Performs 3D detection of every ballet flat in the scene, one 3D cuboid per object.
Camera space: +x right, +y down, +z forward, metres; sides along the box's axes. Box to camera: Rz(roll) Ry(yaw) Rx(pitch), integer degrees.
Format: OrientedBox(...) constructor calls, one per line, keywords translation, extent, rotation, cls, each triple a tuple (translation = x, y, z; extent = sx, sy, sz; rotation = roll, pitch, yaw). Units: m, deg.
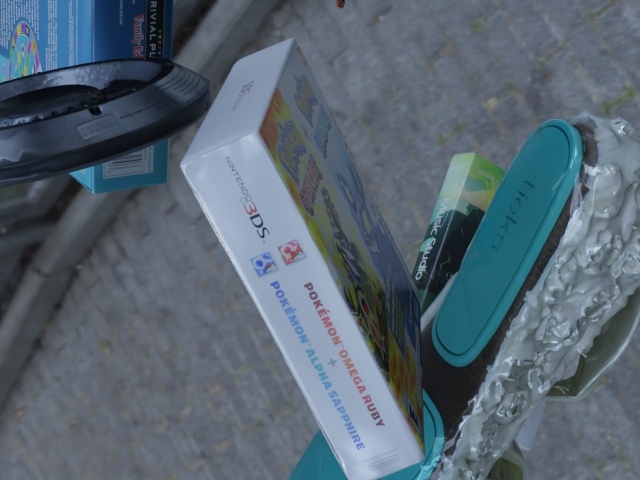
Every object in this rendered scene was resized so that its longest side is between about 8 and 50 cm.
OrientedBox(translation=(0.117, 0.105, 0.848), extent=(0.147, 0.147, 0.409), rotation=(42, 110, 23), cls="ballet flat")

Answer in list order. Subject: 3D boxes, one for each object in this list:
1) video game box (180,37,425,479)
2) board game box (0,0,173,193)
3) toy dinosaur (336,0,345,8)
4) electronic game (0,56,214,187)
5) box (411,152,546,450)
OrientedBox(translation=(0.000, 0.000, 0.671), extent=(0.048, 0.205, 0.187), rotation=(-25, 108, 13), cls="video game box")
OrientedBox(translation=(-0.248, -0.219, 1.159), extent=(0.336, 0.079, 0.253), rotation=(32, 124, 49), cls="board game box")
OrientedBox(translation=(0.005, -0.312, 1.450), extent=(0.047, 0.090, 0.082), rotation=(-176, 82, -73), cls="toy dinosaur")
OrientedBox(translation=(-0.184, -0.076, 0.827), extent=(0.229, 0.229, 0.048), rotation=(5, 115, 41), cls="electronic game")
OrientedBox(translation=(0.220, 0.079, 1.590), extent=(0.058, 0.232, 0.322), rotation=(-7, 61, 60), cls="box")
